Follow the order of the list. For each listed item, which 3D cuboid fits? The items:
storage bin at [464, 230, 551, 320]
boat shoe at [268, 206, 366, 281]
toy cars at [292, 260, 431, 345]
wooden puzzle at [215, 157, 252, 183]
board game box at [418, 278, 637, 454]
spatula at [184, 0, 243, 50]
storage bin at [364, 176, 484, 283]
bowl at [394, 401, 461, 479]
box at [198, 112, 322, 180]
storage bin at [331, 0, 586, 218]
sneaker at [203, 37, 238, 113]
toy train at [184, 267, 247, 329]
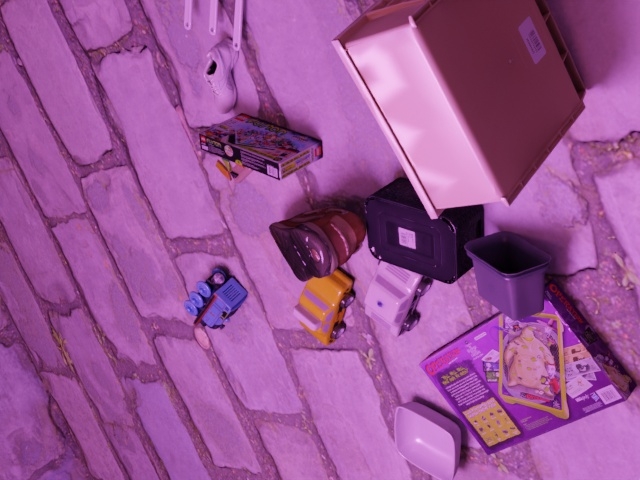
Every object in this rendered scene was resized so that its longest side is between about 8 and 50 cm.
[{"bbox_3d":[0.289,0.054,1.334,0.135,0.098,0.091,-136,32,-60],"label":"storage bin"},{"bbox_3d":[0.000,0.000,1.587,0.122,0.120,0.324,62,167,-11],"label":"boat shoe"},{"bbox_3d":[0.059,0.118,1.647,0.394,0.087,0.176,-16,104,51],"label":"toy cars"},{"bbox_3d":[-0.172,-0.154,1.764,0.078,0.014,0.116,52,141,6],"label":"wooden puzzle"},{"bbox_3d":[0.329,0.221,1.464,0.208,0.056,0.347,50,142,2],"label":"board game box"},{"bbox_3d":[-0.184,-0.468,1.543,0.168,0.019,0.242,26,127,26],"label":"spatula"},{"bbox_3d":[0.168,-0.018,1.437,0.180,0.084,0.122,19,129,37],"label":"storage bin"},{"bbox_3d":[0.211,0.378,1.693,0.142,0.053,0.142,23,131,34],"label":"bowl"},{"bbox_3d":[-0.110,-0.173,1.603,0.207,0.114,0.036,23,131,35],"label":"box"},{"bbox_3d":[0.189,-0.212,1.097,0.123,0.260,0.262,-5,125,49],"label":"storage bin"},{"bbox_3d":[-0.192,-0.301,1.645,0.054,0.061,0.152,30,136,27],"label":"sneaker"},{"bbox_3d":[-0.240,0.140,1.994,0.105,0.080,0.184,46,141,5],"label":"toy train"}]
